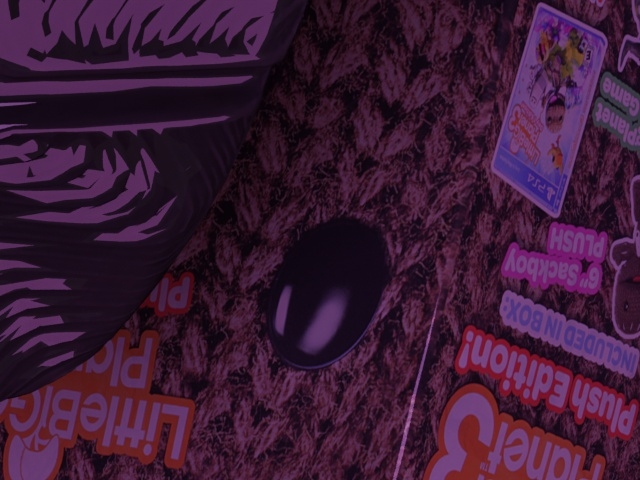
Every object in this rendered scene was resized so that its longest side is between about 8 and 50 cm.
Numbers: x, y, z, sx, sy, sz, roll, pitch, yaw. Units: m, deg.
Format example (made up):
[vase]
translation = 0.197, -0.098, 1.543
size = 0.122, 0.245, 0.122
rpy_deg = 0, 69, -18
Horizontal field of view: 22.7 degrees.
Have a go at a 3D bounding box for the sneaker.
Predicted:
[sneaker]
translation = -0.095, -0.196, 0.358
size = 0.169, 0.257, 0.447
rpy_deg = -2, 120, -13

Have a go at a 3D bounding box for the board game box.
[board game box]
translation = 0.000, 0.000, 0.597
size = 0.232, 0.291, 0.141
rpy_deg = 8, 171, 41
